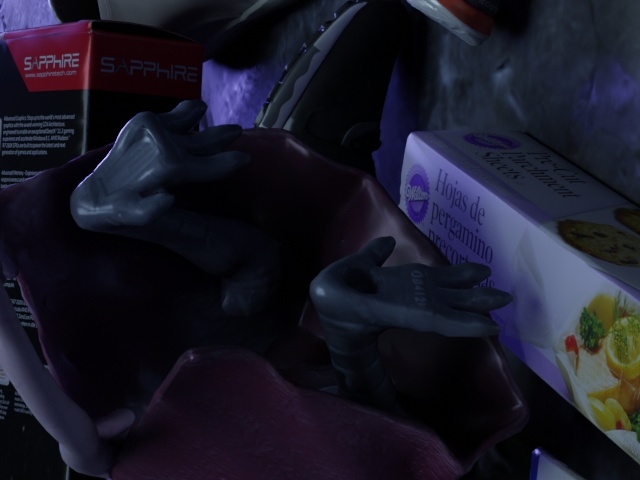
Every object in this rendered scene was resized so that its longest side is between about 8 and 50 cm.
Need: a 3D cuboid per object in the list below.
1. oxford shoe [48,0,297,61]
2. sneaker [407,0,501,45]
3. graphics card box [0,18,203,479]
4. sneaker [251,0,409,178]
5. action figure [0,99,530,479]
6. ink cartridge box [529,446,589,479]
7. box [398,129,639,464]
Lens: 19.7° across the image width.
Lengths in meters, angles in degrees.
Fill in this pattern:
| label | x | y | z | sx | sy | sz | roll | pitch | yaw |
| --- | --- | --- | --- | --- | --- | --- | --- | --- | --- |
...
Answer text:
| label | x | y | z | sx | sy | sz | roll | pitch | yaw |
| --- | --- | --- | --- | --- | --- | --- | --- | --- | --- |
| oxford shoe | -0.078 | -0.222 | 1.189 | 0.449 | 0.130 | 0.169 | 147 | 122 | -63 |
| sneaker | 0.064 | -0.153 | 0.954 | 0.065 | 0.061 | 0.158 | -55 | 33 | 11 |
| graphics card box | -0.183 | 0.050 | 1.208 | 0.233 | 0.094 | 0.370 | 2 | 88 | 51 |
| sneaker | 0.000 | 0.000 | 1.050 | 0.283 | 0.124 | 0.107 | -61 | -3 | 9 |
| action figure | -0.050 | 0.128 | 0.874 | 0.248 | 0.276 | 0.370 | 59 | 146 | 30 |
| ink cartridge box | 0.176 | 0.211 | 0.643 | 0.371 | 0.069 | 0.175 | -151 | 62 | -63 |
| box | 0.123 | 0.029 | 0.770 | 0.324 | 0.067 | 0.063 | -135 | 48 | -61 |
